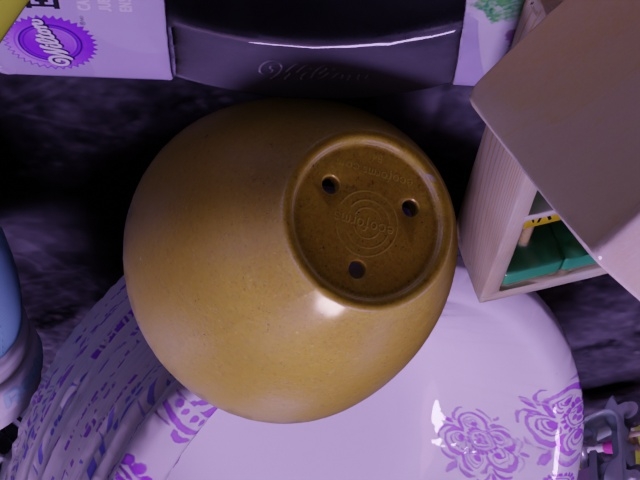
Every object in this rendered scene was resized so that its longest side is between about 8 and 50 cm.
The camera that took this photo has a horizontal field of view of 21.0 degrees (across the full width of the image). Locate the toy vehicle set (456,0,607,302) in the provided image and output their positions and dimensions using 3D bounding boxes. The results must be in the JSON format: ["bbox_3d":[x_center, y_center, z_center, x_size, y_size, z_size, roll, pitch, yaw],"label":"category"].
[{"bbox_3d":[0.191,-0.058,0.651,0.266,0.035,0.166,-13,153,-12],"label":"toy vehicle set"}]

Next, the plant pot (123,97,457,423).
[{"bbox_3d":[0.000,0.000,0.669,0.134,0.134,0.095,12,166,-19],"label":"plant pot"}]

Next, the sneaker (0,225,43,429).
[{"bbox_3d":[-0.310,0.000,0.795,0.365,0.135,0.150,1,123,7],"label":"sneaker"}]

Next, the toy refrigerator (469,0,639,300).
[{"bbox_3d":[0.181,-0.090,0.502,0.269,0.094,0.102,-44,133,12],"label":"toy refrigerator"}]

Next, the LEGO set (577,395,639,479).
[{"bbox_3d":[0.210,0.203,1.102,0.107,0.132,0.287,-11,127,30],"label":"LEGO set"}]

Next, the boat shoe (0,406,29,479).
[{"bbox_3d":[-0.224,0.121,0.993,0.113,0.105,0.306,-4,150,9],"label":"boat shoe"}]

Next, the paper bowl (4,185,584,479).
[{"bbox_3d":[-0.022,0.111,0.842,0.284,0.284,0.148,34,-179,-44],"label":"paper bowl"}]

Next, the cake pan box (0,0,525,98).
[{"bbox_3d":[-0.001,-0.142,0.558,0.245,0.070,0.267,4,152,-1],"label":"cake pan box"}]

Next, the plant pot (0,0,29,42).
[{"bbox_3d":[-0.136,-0.128,0.338,0.227,0.207,0.228,30,121,-20],"label":"plant pot"}]
